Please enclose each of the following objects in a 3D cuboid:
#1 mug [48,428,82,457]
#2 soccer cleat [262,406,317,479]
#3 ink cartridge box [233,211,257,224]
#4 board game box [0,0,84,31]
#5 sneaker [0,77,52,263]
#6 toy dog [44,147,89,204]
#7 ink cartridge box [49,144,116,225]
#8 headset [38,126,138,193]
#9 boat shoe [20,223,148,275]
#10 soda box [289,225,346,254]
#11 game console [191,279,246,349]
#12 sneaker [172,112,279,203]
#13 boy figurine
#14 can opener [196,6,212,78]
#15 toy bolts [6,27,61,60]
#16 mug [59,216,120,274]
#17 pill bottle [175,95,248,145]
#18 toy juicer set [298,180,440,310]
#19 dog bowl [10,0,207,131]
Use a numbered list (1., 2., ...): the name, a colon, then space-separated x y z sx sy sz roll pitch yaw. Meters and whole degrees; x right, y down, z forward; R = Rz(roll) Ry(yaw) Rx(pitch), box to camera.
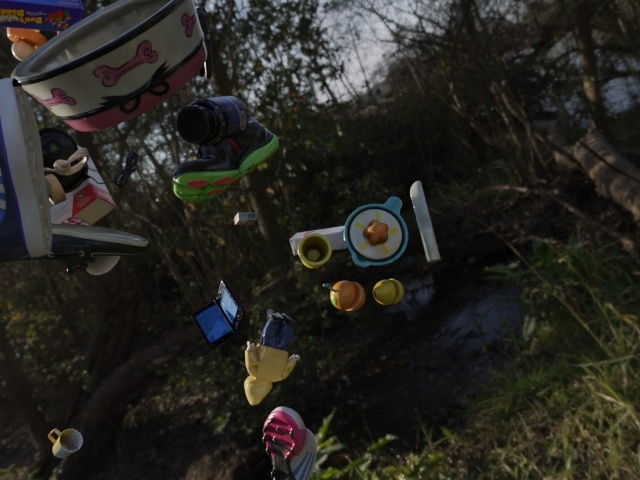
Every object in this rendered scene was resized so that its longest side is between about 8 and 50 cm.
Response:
1. mug: -0.679 0.538 1.373 0.064 0.078 0.062 -44 -26 24
2. soccer cleat: -0.071 0.530 1.367 0.116 0.331 0.143 20 38 26
3. ink cartridge box: -0.256 -0.069 1.745 0.063 0.029 0.115 -1 -11 -19
4. board game box: -0.786 -0.624 1.241 0.347 0.233 0.078 -11 -25 -37
5. sneaker: -0.608 -0.106 0.878 0.236 0.322 0.130 -6 18 -15
6. toy dog: -0.757 -0.174 1.313 0.334 0.161 0.220 -37 0 41
7. ink cartridge box: -0.847 -0.174 1.740 0.197 0.272 0.114 -35 -19 3
8. headset: -0.756 -0.253 1.527 0.243 0.394 0.185 123 167 -70
9. boat shoe: -0.564 0.022 1.142 0.340 0.113 0.127 6 7 -29
10. soda box: 0.000 0.000 1.903 0.216 0.069 0.074 -9 16 26
11. game console: -0.279 0.199 1.404 0.085 0.144 0.124 -8 -48 -37
12. sneaker: -0.313 -0.264 1.580 0.185 0.202 0.483 -33 10 33
13. boy figurine: -0.149 0.359 1.561 0.092 0.177 0.285 29 102 63
14. can opener: -0.317 -0.528 1.398 0.059 0.186 0.073 25 42 31
15. toy bolts: -0.849 -0.594 1.575 0.218 0.158 0.229 10 -2 40
16. mug: -0.683 0.024 1.507 0.113 0.169 0.150 -25 -40 -51
17. pill bottle: -0.286 -0.317 1.369 0.123 0.122 0.219 -25 9 22
18. toy juicer set: 0.135 0.020 1.072 0.329 0.209 0.089 -29 -13 -13
19. dog bowl: -0.427 -0.390 1.105 0.408 0.150 0.408 -17 40 14
